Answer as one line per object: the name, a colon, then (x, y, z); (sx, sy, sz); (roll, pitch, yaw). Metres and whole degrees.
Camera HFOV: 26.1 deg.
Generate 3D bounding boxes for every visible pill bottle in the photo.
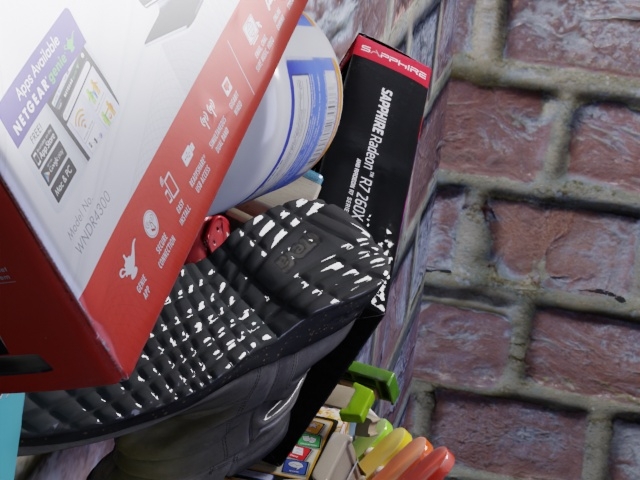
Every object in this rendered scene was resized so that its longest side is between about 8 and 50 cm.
pill bottle: (-0.083, -0.092, 0.897); (0.272, 0.152, 0.152); (-30, 129, -75)

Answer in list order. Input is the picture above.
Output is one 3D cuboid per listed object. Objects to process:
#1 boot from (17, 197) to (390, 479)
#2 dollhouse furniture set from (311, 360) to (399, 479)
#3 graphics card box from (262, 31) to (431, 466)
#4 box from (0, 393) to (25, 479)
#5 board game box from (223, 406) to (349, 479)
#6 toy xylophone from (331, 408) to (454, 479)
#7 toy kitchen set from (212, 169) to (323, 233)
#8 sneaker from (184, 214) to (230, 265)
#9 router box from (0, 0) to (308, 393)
boot: (-0.111, 0.110, 0.863); (0.338, 0.118, 0.222); (-13, 144, -40)
dollhouse furniture set: (0.015, 0.178, 1.254); (0.151, 0.059, 0.076); (-60, 149, -33)
graphics card box: (0.000, 0.000, 1.297); (0.233, 0.094, 0.371); (-58, -170, 39)
box: (-0.199, 0.132, 0.628); (0.060, 0.101, 0.244); (-20, 119, -77)
board game box: (-0.064, 0.210, 1.279); (0.193, 0.147, 0.045); (-58, 155, -62)
toy xylophone: (0.023, 0.277, 1.334); (0.236, 0.081, 0.323); (-46, -165, -6)
toy kitchen set: (-0.057, -0.094, 1.167); (0.207, 0.122, 0.166); (145, -31, -75)
sneaker: (-0.118, 0.044, 1.084); (0.221, 0.087, 0.128); (-55, 143, -85)
router box: (-0.120, -0.158, 0.571); (0.335, 0.082, 0.301); (-70, 145, -46)
